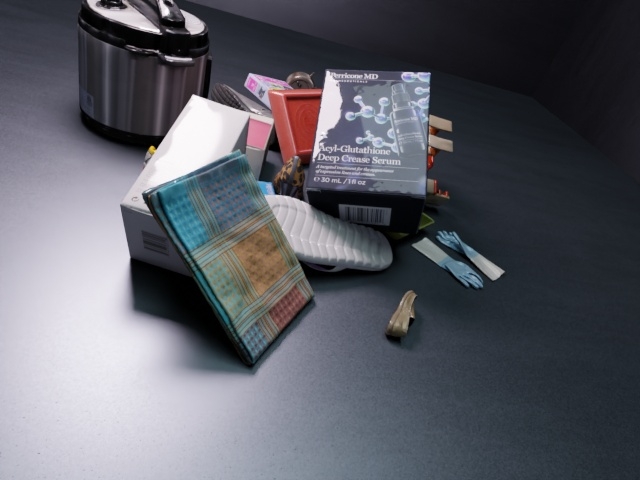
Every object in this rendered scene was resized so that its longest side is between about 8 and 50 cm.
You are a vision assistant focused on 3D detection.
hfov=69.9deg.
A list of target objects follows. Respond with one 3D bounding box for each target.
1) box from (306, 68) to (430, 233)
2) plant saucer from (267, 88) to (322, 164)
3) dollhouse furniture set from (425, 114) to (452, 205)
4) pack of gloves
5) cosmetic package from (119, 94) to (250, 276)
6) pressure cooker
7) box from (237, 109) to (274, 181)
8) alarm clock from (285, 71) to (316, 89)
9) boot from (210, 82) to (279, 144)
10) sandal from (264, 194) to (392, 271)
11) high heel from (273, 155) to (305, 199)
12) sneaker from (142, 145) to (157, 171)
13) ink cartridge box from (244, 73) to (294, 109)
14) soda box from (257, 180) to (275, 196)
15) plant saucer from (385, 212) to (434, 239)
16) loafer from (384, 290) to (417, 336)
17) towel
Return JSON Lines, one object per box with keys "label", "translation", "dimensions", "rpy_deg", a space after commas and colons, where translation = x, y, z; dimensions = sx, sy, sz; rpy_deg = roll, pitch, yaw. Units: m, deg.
{"label": "box", "translation": [0.139, -0.244, 1.255], "dimensions": [0.293, 0.212, 0.396], "rpy_deg": [4, 65, 7]}
{"label": "plant saucer", "translation": [-0.041, -0.399, 1.579], "dimensions": [0.259, 0.259, 0.047], "rpy_deg": [-17, 7, -42]}
{"label": "dollhouse furniture set", "translation": [0.365, -0.258, 1.586], "dimensions": [0.135, 0.262, 0.259], "rpy_deg": [10, 70, -17]}
{"label": "pack of gloves", "translation": [0.417, 0.041, 1.358], "dimensions": [0.195, 0.046, 0.232], "rpy_deg": [-20, 51, -44]}
{"label": "cosmetic package", "translation": [-0.292, -0.132, 1.038], "dimensions": [0.155, 0.197, 0.366], "rpy_deg": [18, 53, -2]}
{"label": "pressure cooker", "translation": [-0.521, -0.543, 1.367], "dimensions": [0.369, 0.420, 0.376], "rpy_deg": [16, 34, -4]}
{"label": "box", "translation": [-0.226, -0.273, 1.380], "dimensions": [0.126, 0.149, 0.232], "rpy_deg": [14, 34, -7]}
{"label": "alarm clock", "translation": [-0.109, -0.653, 1.985], "dimensions": [0.192, 0.129, 0.064], "rpy_deg": [-10, 39, 8]}
{"label": "boot", "translation": [-0.227, -0.462, 1.691], "dimensions": [0.338, 0.118, 0.222], "rpy_deg": [42, 36, 13]}
{"label": "sandal", "translation": [0.000, 0.012, 1.159], "dimensions": [0.416, 0.102, 0.169], "rpy_deg": [18, 48, -25]}
{"label": "high heel", "translation": [-0.078, -0.201, 1.321], "dimensions": [0.093, 0.186, 0.261], "rpy_deg": [14, 35, -8]}
{"label": "sneaker", "translation": [-0.383, -0.229, 1.294], "dimensions": [0.225, 0.093, 0.088], "rpy_deg": [-17, 49, -42]}
{"label": "ink cartridge box", "translation": [-0.120, -0.506, 1.688], "dimensions": [0.185, 0.065, 0.311], "rpy_deg": [-7, 47, -48]}
{"label": "soda box", "translation": [-0.233, -0.120, 1.237], "dimensions": [0.210, 0.071, 0.067], "rpy_deg": [4, 40, -21]}
{"label": "plant saucer", "translation": [0.227, -0.072, 1.418], "dimensions": [0.188, 0.045, 0.188], "rpy_deg": [-21, 51, -43]}
{"label": "loafer", "translation": [0.196, 0.175, 1.065], "dimensions": [0.050, 0.056, 0.148], "rpy_deg": [30, 46, 13]}
{"label": "towel", "translation": [-0.155, 0.019, 0.916], "dimensions": [0.271, 0.040, 0.370], "rpy_deg": [-43, 110, -51]}
